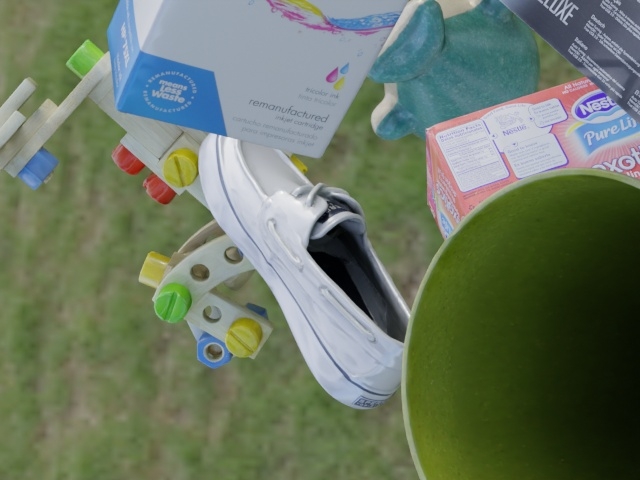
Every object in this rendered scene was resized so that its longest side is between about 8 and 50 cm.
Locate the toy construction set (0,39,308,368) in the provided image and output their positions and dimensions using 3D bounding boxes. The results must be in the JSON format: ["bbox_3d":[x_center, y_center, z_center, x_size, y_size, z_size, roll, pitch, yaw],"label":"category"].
[{"bbox_3d":[-0.140,-0.047,1.608,0.215,0.328,0.151,-46,23,22],"label":"toy construction set"}]

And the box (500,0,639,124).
[{"bbox_3d":[0.241,-0.121,1.210,0.307,0.242,0.076,47,115,30],"label":"box"}]

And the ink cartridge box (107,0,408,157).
[{"bbox_3d":[-0.018,-0.165,1.081,0.078,0.134,0.231,-101,31,-45],"label":"ink cartridge box"}]

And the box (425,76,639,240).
[{"bbox_3d":[0.267,-0.062,1.908,0.142,0.300,0.154,84,165,-58],"label":"box"}]

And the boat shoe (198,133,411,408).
[{"bbox_3d":[0.000,0.000,1.444,0.258,0.095,0.084,56,130,20],"label":"boat shoe"}]

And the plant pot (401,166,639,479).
[{"bbox_3d":[0.253,0.097,1.309,0.275,0.294,0.274,-3,86,42],"label":"plant pot"}]

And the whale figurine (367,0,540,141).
[{"bbox_3d":[0.144,-0.180,2.052,0.141,0.272,0.216,44,101,18],"label":"whale figurine"}]
